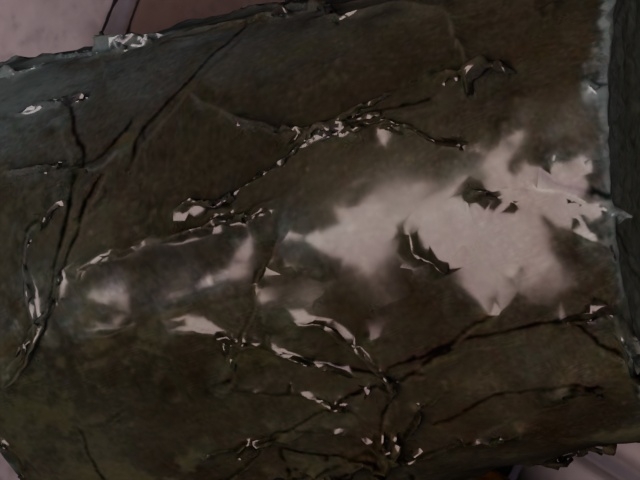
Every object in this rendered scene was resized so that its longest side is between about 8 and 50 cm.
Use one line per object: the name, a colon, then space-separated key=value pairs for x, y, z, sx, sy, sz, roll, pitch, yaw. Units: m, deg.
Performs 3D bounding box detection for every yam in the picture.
yam: x=0.000 y=0.000 z=0.838 sx=0.348 sy=0.241 sz=0.241 roll=-12 pitch=89 yaw=27

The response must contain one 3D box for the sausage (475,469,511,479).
sausage: x=0.028 y=0.233 z=0.872 sx=0.105 sy=0.105 sz=0.274 roll=13 pitch=81 yaw=28
